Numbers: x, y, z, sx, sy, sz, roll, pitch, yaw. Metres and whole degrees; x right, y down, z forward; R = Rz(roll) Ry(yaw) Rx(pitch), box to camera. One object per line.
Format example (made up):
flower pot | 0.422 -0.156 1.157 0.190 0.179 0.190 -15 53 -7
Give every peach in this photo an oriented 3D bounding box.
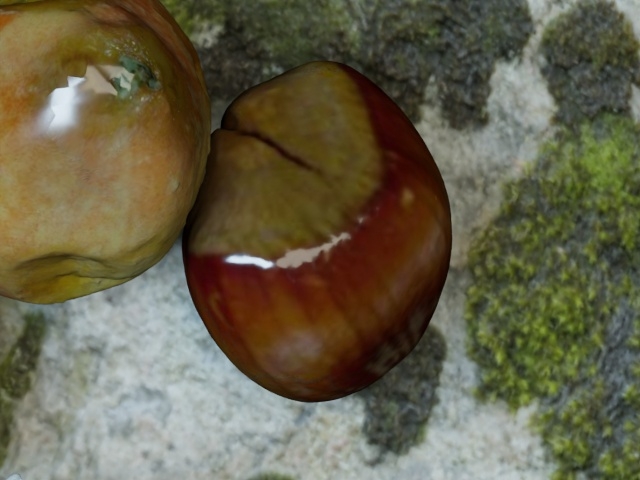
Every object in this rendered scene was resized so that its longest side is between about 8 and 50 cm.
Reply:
peach | -0.158 -0.071 1.015 0.214 0.235 0.214 2 87 -33

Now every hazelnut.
hazelnut | -0.003 0.000 1.121 0.181 0.181 0.212 29 64 10

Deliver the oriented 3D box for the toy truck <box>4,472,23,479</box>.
toy truck | -0.201 0.209 0.936 0.136 0.286 0.111 -35 72 -25
